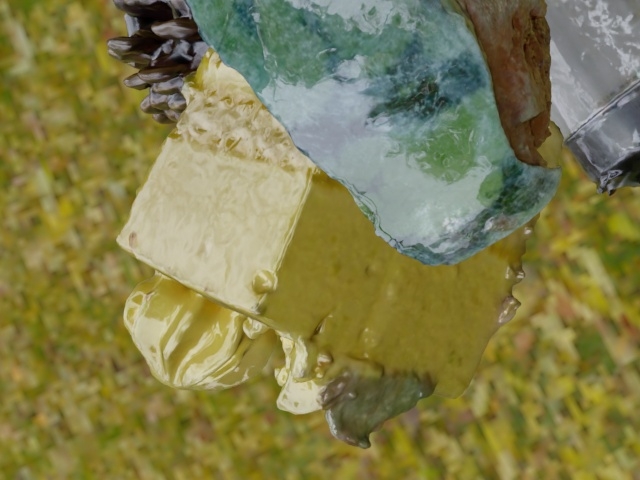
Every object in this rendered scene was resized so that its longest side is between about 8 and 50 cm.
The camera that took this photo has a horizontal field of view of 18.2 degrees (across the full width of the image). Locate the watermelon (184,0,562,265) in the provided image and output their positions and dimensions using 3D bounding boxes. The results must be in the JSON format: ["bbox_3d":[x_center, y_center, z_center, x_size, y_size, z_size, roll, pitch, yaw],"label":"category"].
[{"bbox_3d":[0.028,-0.093,0.658,0.071,0.139,0.187,-35,89,38],"label":"watermelon"}]

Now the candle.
[{"bbox_3d":[0.226,-0.212,1.707,0.330,0.187,0.187,55,151,6],"label":"candle"}]

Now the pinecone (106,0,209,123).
[{"bbox_3d":[-0.021,-0.258,2.141,0.398,0.397,0.398,40,142,40],"label":"pinecone"}]

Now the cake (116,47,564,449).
[{"bbox_3d":[0.000,0.000,1.468,0.227,0.222,0.286,20,90,52],"label":"cake"}]
